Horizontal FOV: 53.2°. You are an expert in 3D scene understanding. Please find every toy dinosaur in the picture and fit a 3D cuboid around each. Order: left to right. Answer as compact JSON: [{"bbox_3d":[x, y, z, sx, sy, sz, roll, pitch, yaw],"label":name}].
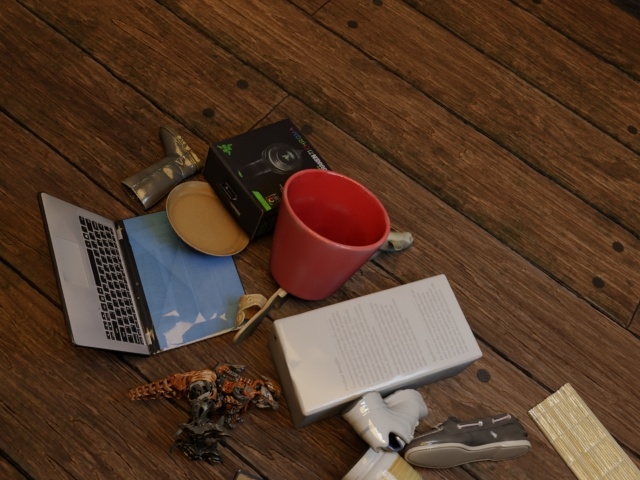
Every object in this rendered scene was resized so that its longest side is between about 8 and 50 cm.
[{"bbox_3d":[-0.256,0.372,1.446,0.322,0.164,0.218,-6,47,6],"label":"toy dinosaur"}]

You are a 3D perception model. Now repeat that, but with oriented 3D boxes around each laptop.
[{"bbox_3d":[-0.402,0.052,1.517,0.236,0.408,0.381,-29,67,13],"label":"laptop"}]

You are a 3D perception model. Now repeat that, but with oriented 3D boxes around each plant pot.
[{"bbox_3d":[-0.292,-0.051,1.657,0.236,0.032,0.236,22,45,-23],"label":"plant pot"},{"bbox_3d":[0.000,0.000,1.580,0.275,0.243,0.275,15,42,-14],"label":"plant pot"}]

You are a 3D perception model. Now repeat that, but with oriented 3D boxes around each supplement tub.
[{"bbox_3d":[0.156,0.553,1.400,0.200,0.144,0.144,43,63,13],"label":"supplement tub"}]

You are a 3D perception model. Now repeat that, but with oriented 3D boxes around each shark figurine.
[{"bbox_3d":[0.117,-0.007,1.722,0.278,0.116,0.166,25,27,-6],"label":"shark figurine"}]

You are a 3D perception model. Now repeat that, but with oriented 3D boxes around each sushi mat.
[{"bbox_3d":[0.670,0.521,1.588,0.151,0.019,0.316,-28,71,-23],"label":"sushi mat"}]

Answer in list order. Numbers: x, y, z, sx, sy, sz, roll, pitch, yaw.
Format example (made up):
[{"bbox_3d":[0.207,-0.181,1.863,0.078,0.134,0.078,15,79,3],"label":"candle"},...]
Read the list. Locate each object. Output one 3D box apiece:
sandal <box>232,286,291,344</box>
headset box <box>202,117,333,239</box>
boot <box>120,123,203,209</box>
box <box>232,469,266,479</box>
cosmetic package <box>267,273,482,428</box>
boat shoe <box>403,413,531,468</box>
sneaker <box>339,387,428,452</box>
[{"bbox_3d":[-0.163,0.161,1.574,0.079,0.088,0.240,39,47,12],"label":"sandal"},{"bbox_3d":[-0.143,-0.168,1.707,0.283,0.131,0.246,-25,69,-34],"label":"headset box"},{"bbox_3d":[-0.450,-0.202,1.736,0.208,0.076,0.189,-38,72,-18],"label":"boot"},{"bbox_3d":[-0.075,0.680,1.271,0.343,0.179,0.312,22,59,1],"label":"box"},{"bbox_3d":[0.125,0.262,1.539,0.453,0.161,0.230,-13,65,-17],"label":"cosmetic package"},{"bbox_3d":[0.336,0.465,1.503,0.335,0.112,0.095,4,44,-21],"label":"boat shoe"},{"bbox_3d":[0.161,0.412,1.436,0.297,0.111,0.129,10,41,-52],"label":"sneaker"}]
